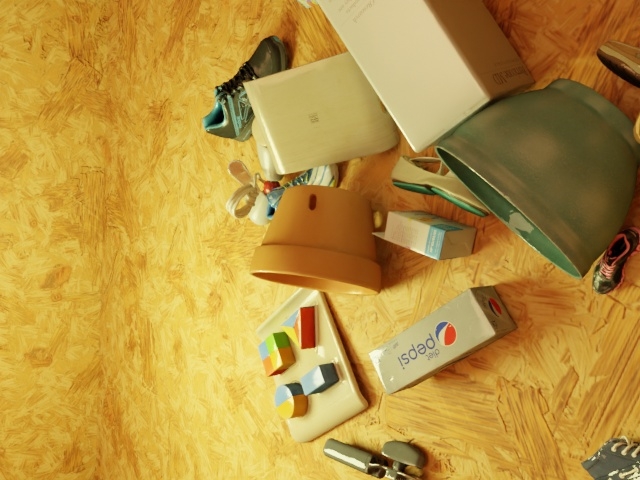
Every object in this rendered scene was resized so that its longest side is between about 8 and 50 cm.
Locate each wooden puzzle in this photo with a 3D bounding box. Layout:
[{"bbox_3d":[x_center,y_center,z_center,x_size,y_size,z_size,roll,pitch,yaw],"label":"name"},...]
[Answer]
[{"bbox_3d":[-0.053,0.331,1.456,0.322,0.081,0.347,-45,60,41],"label":"wooden puzzle"}]

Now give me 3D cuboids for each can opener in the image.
[{"bbox_3d":[0.127,0.498,1.288,0.283,0.076,0.095,-1,61,50],"label":"can opener"}]

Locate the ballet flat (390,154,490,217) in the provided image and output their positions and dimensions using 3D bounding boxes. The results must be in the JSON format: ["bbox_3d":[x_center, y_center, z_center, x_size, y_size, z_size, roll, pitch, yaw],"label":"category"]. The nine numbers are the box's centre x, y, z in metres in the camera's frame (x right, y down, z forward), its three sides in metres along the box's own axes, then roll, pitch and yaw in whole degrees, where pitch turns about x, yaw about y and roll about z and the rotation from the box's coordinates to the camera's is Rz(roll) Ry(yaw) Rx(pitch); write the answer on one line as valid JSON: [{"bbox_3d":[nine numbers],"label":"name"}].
[{"bbox_3d":[0.238,-0.118,1.084,0.248,0.086,0.086,27,114,46],"label":"ballet flat"}]

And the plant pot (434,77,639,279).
[{"bbox_3d":[0.346,-0.112,0.830,0.196,0.293,0.293,-46,55,10],"label":"plant pot"}]

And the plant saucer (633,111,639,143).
[{"bbox_3d":[0.589,-0.228,0.620,0.333,0.081,0.332,24,112,30],"label":"plant saucer"}]

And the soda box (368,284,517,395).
[{"bbox_3d":[0.231,0.200,1.085,0.286,0.091,0.098,-43,62,35],"label":"soda box"}]

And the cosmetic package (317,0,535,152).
[{"bbox_3d":[0.146,-0.398,0.946,0.161,0.230,0.453,-34,87,42],"label":"cosmetic package"}]

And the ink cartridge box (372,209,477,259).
[{"bbox_3d":[0.203,-0.019,1.107,0.181,0.104,0.061,23,110,46],"label":"ink cartridge box"}]

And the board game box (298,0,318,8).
[{"bbox_3d":[0.005,-0.664,1.164,0.142,0.144,0.275,10,78,56],"label":"board game box"}]

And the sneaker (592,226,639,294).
[{"bbox_3d":[0.452,0.033,0.859,0.047,0.057,0.119,37,122,39],"label":"sneaker"}]

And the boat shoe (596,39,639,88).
[{"bbox_3d":[0.493,-0.246,0.789,0.190,0.068,0.072,43,112,25],"label":"boat shoe"}]

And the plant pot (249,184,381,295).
[{"bbox_3d":[0.000,0.000,1.234,0.291,0.291,0.203,-4,75,49],"label":"plant pot"}]

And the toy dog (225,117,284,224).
[{"bbox_3d":[-0.151,-0.217,1.436,0.161,0.220,0.333,37,102,28],"label":"toy dog"}]

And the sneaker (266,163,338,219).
[{"bbox_3d":[-0.055,-0.115,1.381,0.240,0.126,0.091,-51,57,39],"label":"sneaker"}]

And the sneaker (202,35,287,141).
[{"bbox_3d":[-0.207,-0.408,1.521,0.340,0.140,0.125,-55,52,35],"label":"sneaker"}]

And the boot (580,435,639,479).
[{"bbox_3d":[0.483,0.330,0.839,0.086,0.069,0.190,51,131,29],"label":"boot"}]

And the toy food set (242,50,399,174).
[{"bbox_3d":[-0.002,-0.282,1.214,0.306,0.092,0.219,-10,114,22],"label":"toy food set"}]
